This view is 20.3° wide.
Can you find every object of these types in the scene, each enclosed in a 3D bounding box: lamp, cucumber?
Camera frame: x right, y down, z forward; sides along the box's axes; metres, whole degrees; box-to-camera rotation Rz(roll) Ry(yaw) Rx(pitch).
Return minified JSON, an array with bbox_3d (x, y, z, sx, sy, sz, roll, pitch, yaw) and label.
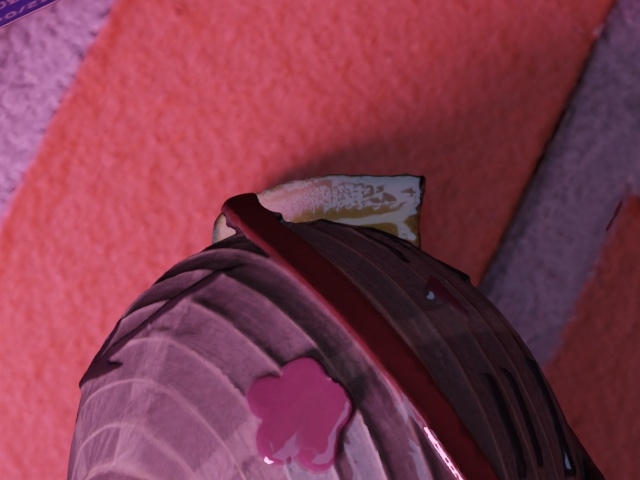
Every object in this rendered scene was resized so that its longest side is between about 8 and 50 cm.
[{"bbox_3d":[0.006,0.115,0.794,0.233,0.233,0.265,-35,70,-6],"label":"lamp"},{"bbox_3d":[0.000,0.000,0.910,0.107,0.035,0.067,0,89,6],"label":"cucumber"}]

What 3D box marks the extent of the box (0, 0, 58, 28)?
[{"bbox_3d":[-0.207,-0.263,0.931,0.200,0.106,0.299,-26,78,-3],"label":"box"}]
